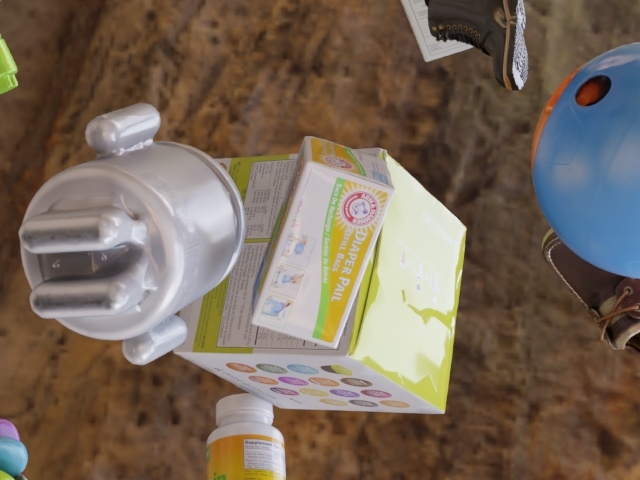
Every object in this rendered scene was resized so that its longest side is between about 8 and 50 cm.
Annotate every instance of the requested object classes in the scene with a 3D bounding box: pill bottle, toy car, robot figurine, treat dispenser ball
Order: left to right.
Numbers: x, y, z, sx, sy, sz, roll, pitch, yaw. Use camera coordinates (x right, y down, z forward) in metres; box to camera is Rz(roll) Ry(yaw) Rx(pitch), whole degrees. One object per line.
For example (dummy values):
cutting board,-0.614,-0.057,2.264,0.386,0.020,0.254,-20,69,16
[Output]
toy car,-0.508,0.330,1.791,0.182,0.159,0.136,-1,-126,44
robot figurine,-0.537,-0.296,1.947,0.101,0.067,0.115,-56,123,-75
robot figurine,-0.210,-0.006,1.396,0.353,0.199,0.300,-38,126,-69
pill bottle,-0.128,0.395,2.057,0.136,0.136,0.246,110,-21,-57
treat dispenser ball,0.402,-0.097,1.457,0.288,0.288,0.288,-175,-90,-80

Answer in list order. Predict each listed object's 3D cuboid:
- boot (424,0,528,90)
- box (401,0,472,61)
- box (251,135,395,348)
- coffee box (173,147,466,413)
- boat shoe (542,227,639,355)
boot,0.208,-0.270,1.624,0.077,0.137,0.198,65,24,-44
box,0.194,-0.449,1.995,0.311,0.148,0.121,58,18,-58
box,0.000,0.000,1.359,0.114,0.103,0.203,-97,-155,-71
coffee box,0.013,0.076,1.961,0.337,0.334,0.338,36,58,-52
boat shoe,0.466,0.104,1.764,0.123,0.342,0.123,-50,179,38
